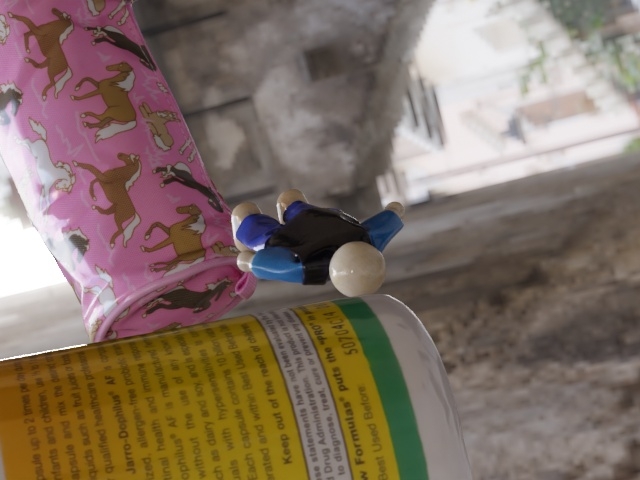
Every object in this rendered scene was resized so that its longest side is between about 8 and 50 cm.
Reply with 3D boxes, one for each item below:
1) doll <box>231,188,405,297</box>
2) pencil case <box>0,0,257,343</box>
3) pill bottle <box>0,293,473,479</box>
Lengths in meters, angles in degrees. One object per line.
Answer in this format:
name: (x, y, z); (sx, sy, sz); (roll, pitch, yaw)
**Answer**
doll: (0.000, 0.000, 1.119); (0.189, 0.129, 0.046); (-149, 44, -68)
pencil case: (-0.195, -0.084, 1.466); (0.160, 0.167, 0.386); (-1, -123, -47)
pill bottle: (-0.063, 0.091, 0.526); (0.117, 0.208, 0.118); (170, 90, -78)
